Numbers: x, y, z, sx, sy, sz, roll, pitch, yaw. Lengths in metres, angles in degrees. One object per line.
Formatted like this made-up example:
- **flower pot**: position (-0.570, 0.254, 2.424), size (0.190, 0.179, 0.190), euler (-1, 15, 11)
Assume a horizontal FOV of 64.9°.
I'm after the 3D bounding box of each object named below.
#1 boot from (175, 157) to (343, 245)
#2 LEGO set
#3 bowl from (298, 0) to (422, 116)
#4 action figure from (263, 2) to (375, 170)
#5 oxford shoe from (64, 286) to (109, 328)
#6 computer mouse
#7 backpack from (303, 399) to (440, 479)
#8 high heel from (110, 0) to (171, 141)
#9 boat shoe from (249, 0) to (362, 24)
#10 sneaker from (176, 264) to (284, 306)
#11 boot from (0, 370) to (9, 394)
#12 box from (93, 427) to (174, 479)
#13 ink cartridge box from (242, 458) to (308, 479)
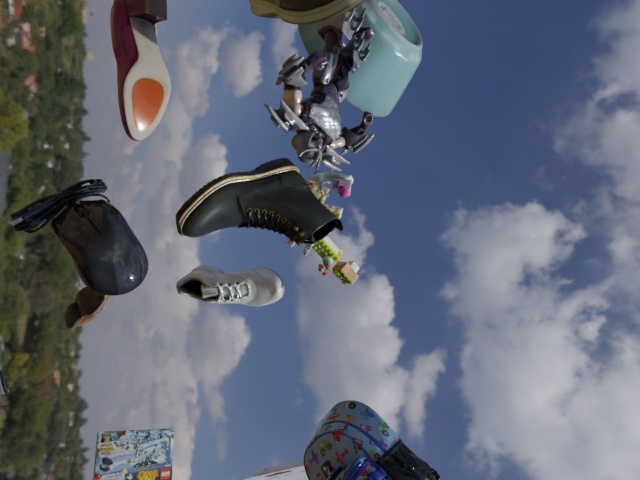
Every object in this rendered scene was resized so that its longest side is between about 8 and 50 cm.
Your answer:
- **boot**: position (-0.078, -0.028, 0.679), size (0.137, 0.197, 0.077), euler (47, -28, 23)
- **LEGO set**: position (0.000, 0.000, 1.001), size (0.107, 0.132, 0.287), euler (-66, 158, -46)
- **bowl**: position (0.117, -0.459, 1.157), size (0.163, 0.311, 0.312), euler (-35, -124, 35)
- **action figure**: position (0.014, -0.228, 0.744), size (0.099, 0.185, 0.285), euler (0, -116, 30)
- **oxford shoe**: position (-0.623, 0.174, 1.377), size (0.212, 0.076, 0.076), euler (-32, -107, 35)
- **computer mouse**: position (-0.423, -0.014, 0.917), size (0.272, 0.188, 0.072), euler (43, -34, 19)
- **backpack**: position (0.050, 0.321, 0.696), size (0.173, 0.116, 0.158), euler (46, -58, 19)
- **high heel**: position (-0.464, -0.428, 1.245), size (0.181, 0.127, 0.378), euler (4, -96, 39)
- **boat shoe**: position (-0.025, -0.278, 0.523), size (0.223, 0.080, 0.073), euler (34, -19, 51)
- **sneaker**: position (-0.238, 0.131, 1.315), size (0.129, 0.296, 0.111), euler (-27, 115, -70)
- **boot**: position (-0.667, 0.206, 0.852), size (0.247, 0.161, 0.083), euler (57, -26, -17)
- **box**: position (-0.344, 0.401, 0.932), size (0.027, 0.136, 0.094), euler (139, -47, -55)
- **ink cartridge box**: position (-0.091, 0.607, 1.332), size (0.225, 0.180, 0.056), euler (71, 6, -53)
